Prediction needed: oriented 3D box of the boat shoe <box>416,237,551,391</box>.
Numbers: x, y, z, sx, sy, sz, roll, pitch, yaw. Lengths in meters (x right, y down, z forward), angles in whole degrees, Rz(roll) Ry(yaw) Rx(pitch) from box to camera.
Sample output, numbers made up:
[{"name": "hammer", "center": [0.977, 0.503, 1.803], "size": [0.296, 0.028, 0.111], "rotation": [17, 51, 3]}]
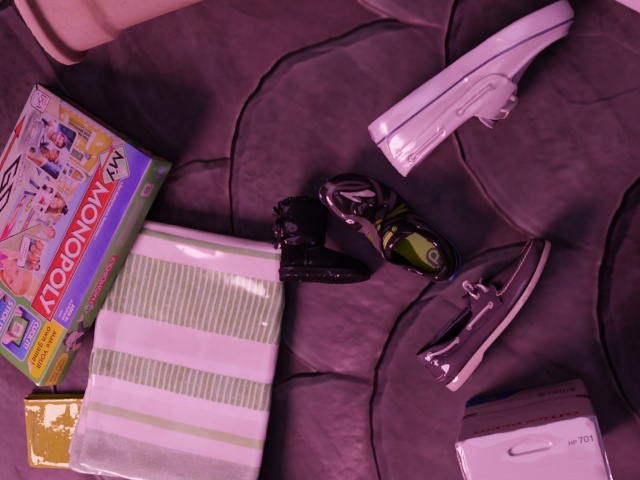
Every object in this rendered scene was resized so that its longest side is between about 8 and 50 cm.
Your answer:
[{"name": "boat shoe", "center": [0.184, 0.075, 0.973], "size": [0.065, 0.075, 0.206], "rotation": [34, 105, 5]}]

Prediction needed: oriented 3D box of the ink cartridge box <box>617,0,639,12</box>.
[{"name": "ink cartridge box", "center": [0.253, -0.434, 0.818], "size": [0.395, 0.166, 0.285], "rotation": [28, 81, 2]}]

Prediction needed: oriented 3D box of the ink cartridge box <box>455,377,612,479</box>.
[{"name": "ink cartridge box", "center": [0.225, 0.213, 0.912], "size": [0.140, 0.191, 0.082], "rotation": [-14, 90, 13]}]

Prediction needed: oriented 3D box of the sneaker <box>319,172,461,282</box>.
[{"name": "sneaker", "center": [0.082, -0.017, 0.987], "size": [0.188, 0.078, 0.067], "rotation": [37, 100, 9]}]

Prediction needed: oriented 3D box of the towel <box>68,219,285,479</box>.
[{"name": "towel", "center": [-0.175, 0.146, 1.061], "size": [0.248, 0.038, 0.325], "rotation": [9, 89, 11]}]

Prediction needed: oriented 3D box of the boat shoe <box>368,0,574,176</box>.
[{"name": "boat shoe", "center": [0.178, -0.166, 0.958], "size": [0.258, 0.095, 0.084], "rotation": [-34, 90, 23]}]

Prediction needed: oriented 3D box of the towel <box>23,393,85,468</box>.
[{"name": "towel", "center": [-0.275, 0.252, 1.114], "size": [0.237, 0.021, 0.102], "rotation": [-1, 92, 13]}]

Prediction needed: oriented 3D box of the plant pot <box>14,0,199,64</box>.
[{"name": "plant pot", "center": [-0.166, -0.383, 0.920], "size": [0.305, 0.334, 0.334], "rotation": [-10, 91, 2]}]

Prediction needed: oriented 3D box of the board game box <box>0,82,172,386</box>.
[{"name": "board game box", "center": [-0.341, -0.009, 1.076], "size": [0.213, 0.046, 0.317], "rotation": [33, 100, 24]}]

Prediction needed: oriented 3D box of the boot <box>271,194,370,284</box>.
[{"name": "boot", "center": [0.000, 0.000, 1.022], "size": [0.121, 0.045, 0.099], "rotation": [3, 71, -14]}]
